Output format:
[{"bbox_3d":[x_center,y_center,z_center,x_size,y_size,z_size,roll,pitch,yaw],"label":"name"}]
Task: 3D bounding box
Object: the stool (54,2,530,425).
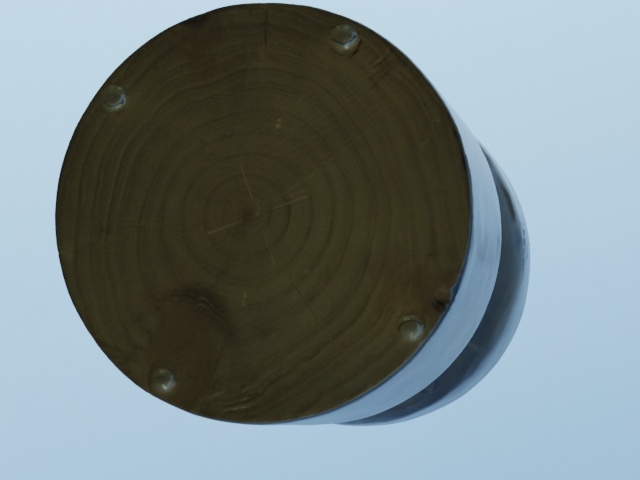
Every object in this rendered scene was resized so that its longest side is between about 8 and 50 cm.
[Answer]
[{"bbox_3d":[0.000,0.000,0.911,0.179,0.264,0.179,-1,-95,12],"label":"stool"}]
